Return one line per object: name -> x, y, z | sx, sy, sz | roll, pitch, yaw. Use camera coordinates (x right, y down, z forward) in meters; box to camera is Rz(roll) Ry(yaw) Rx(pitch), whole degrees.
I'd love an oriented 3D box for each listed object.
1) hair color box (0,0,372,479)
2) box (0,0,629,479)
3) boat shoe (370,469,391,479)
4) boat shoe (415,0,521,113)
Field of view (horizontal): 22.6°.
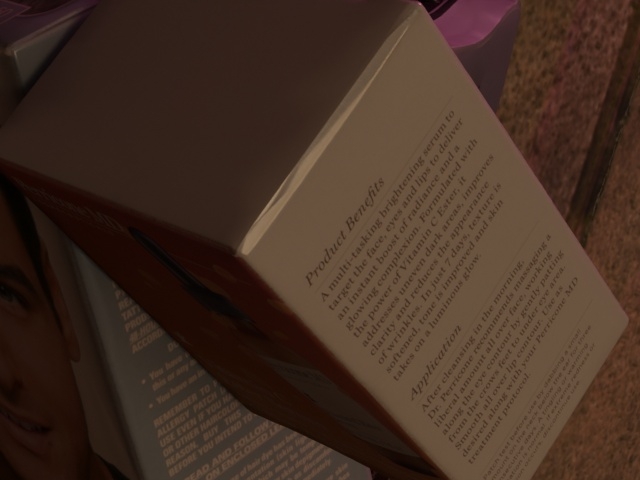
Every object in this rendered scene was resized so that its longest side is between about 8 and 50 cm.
hair color box -> -0.088, 0.049, 0.685 | 0.113, 0.185, 0.374 | -33, 125, -32
box -> 0.000, 0.000, 0.524 | 0.091, 0.130, 0.170 | -55, 134, -15
boat shoe -> 0.049, 0.166, 0.931 | 0.257, 0.095, 0.095 | -46, 132, -24
boat shoe -> 0.024, -0.072, 0.783 | 0.306, 0.105, 0.113 | -41, 148, -66
